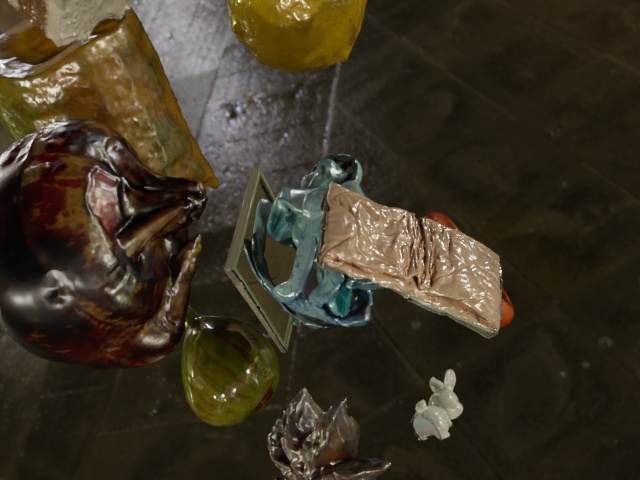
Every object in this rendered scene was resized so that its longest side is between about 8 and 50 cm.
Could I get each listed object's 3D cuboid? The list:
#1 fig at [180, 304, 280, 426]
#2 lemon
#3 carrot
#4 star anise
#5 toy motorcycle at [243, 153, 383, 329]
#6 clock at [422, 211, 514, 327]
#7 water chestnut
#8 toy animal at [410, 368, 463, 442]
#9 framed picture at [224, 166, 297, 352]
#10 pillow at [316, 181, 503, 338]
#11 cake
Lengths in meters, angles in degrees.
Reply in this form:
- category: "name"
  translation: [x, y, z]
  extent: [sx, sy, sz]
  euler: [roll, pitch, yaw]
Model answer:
- category: "fig"
  translation: [-0.174, 0.153, 1.278]
  extent: [0.259, 0.151, 0.151]
  euler: [40, 68, 21]
- category: "lemon"
  translation: [-0.038, -0.392, 1.436]
  extent: [0.234, 0.288, 0.233]
  euler: [-1, 79, 4]
- category: "carrot"
  translation: [-0.317, -0.177, 1.246]
  extent: [0.242, 0.340, 0.241]
  euler: [-16, 31, 10]
- category: "star anise"
  translation: [0.003, 0.414, 1.514]
  extent: [0.118, 0.331, 0.332]
  euler: [-14, 27, -36]
- category: "toy motorcycle"
  translation: [0.000, 0.000, 1.215]
  extent: [0.206, 0.154, 0.260]
  euler: [-34, 46, 7]
- category: "clock"
  translation: [0.219, 0.045, 1.336]
  extent: [0.051, 0.205, 0.205]
  euler: [-36, 35, 13]
- category: "water chestnut"
  translation: [-0.258, 0.008, 0.998]
  extent: [0.244, 0.289, 0.289]
  euler: [-11, 33, -19]
- category: "toy animal"
  translation: [0.218, 0.310, 1.632]
  extent: [0.124, 0.085, 0.071]
  euler: [-39, -2, -39]
- category: "framed picture"
  translation: [-0.104, 0.048, 1.835]
  extent: [0.022, 0.335, 0.247]
  euler: [-1, 56, 19]
- category: "pillow"
  translation: [0.105, 0.018, 0.989]
  extent: [0.233, 0.043, 0.126]
  euler: [22, 43, -11]
- category: "cake"
  translation: [-0.310, -0.337, 1.069]
  extent: [0.147, 0.134, 0.135]
  euler: [41, 54, 16]
